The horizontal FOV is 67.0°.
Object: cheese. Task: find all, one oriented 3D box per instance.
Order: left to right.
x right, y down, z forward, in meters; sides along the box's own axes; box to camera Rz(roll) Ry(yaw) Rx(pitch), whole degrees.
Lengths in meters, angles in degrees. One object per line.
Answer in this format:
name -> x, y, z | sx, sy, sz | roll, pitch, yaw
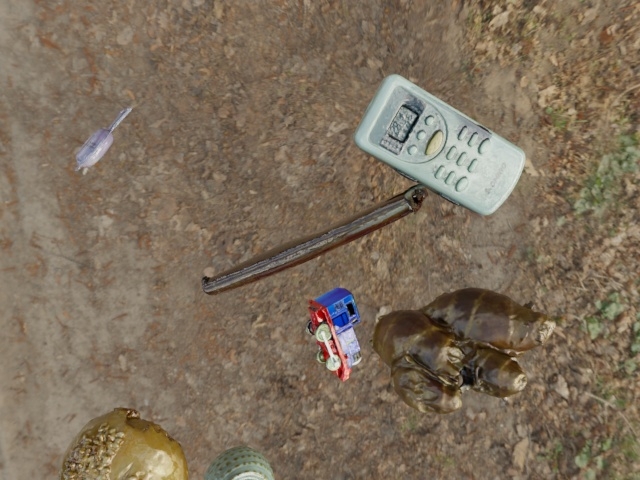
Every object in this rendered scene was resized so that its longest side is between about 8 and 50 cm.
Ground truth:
cheese -> -0.504, -0.234, 1.116 | 0.042, 0.105, 0.191 | 41, 71, -32

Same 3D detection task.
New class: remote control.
remote control -> 0.209, -0.155, 0.835 | 0.296, 0.056, 0.140 | 27, 103, -12

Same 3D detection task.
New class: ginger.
ginger -> 0.281, 0.210, 0.985 | 0.357, 0.274, 0.153 | -18, 110, 5

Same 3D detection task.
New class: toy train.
toy train -> 0.042, 0.231, 1.197 | 0.131, 0.082, 0.204 | -26, 110, -23

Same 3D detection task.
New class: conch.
conch -> -0.205, 0.565, 1.155 | 0.172, 0.200, 0.131 | -25, 131, -20

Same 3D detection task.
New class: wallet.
wallet -> 0.000, 0.000, 0.547 | 0.255, 0.137, 0.031 | -24, 89, 24

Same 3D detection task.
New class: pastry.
pastry -> -0.395, 0.480, 0.935 | 0.255, 0.162, 0.311 | 33, 118, 6
